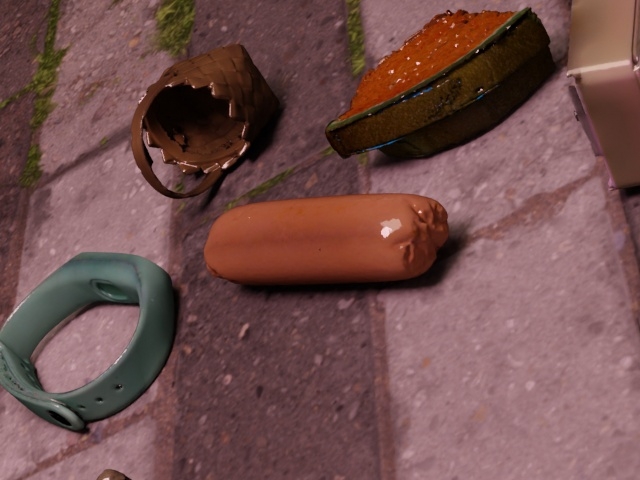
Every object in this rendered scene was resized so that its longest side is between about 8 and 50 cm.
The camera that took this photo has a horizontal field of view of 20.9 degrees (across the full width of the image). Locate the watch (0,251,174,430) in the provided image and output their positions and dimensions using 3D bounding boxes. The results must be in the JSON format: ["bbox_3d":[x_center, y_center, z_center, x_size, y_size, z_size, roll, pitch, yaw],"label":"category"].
[{"bbox_3d":[-0.251,0.103,1.835,0.237,0.068,0.195,5,58,44],"label":"watch"}]

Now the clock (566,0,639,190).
[{"bbox_3d":[0.268,-0.158,1.501,0.071,0.147,0.192,-8,45,22],"label":"clock"}]

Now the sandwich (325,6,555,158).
[{"bbox_3d":[0.116,-0.148,1.725,0.235,0.079,0.159,-36,24,4],"label":"sandwich"}]

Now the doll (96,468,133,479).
[{"bbox_3d":[-0.306,0.321,1.642,0.286,0.091,0.202,-10,57,26],"label":"doll"}]

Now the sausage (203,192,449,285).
[{"bbox_3d":[-0.001,0.001,1.665,0.289,0.086,0.086,-1,52,44],"label":"sausage"}]

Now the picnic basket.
[{"bbox_3d":[-0.141,-0.125,1.906,0.138,0.128,0.178,-14,26,40],"label":"picnic basket"}]
